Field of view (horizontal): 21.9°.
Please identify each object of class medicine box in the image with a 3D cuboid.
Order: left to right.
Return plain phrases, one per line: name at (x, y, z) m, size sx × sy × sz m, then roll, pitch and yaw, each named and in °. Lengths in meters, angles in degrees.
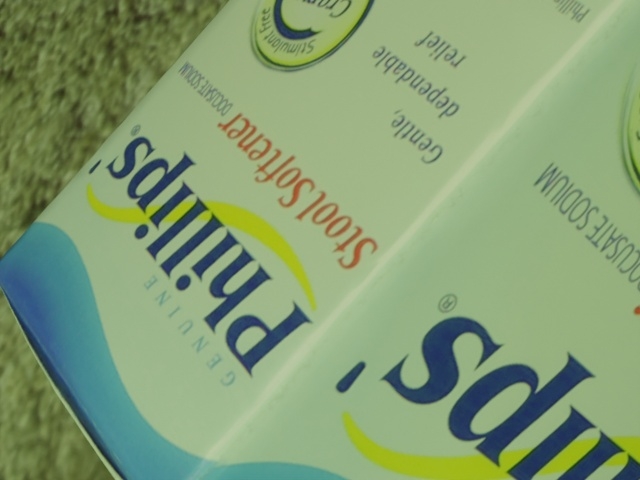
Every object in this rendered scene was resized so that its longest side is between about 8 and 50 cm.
medicine box at (0.090, 0.001, 0.574) m, size 0.289 × 0.263 × 0.149 m, roll -49°, pitch 41°, yaw 3°
